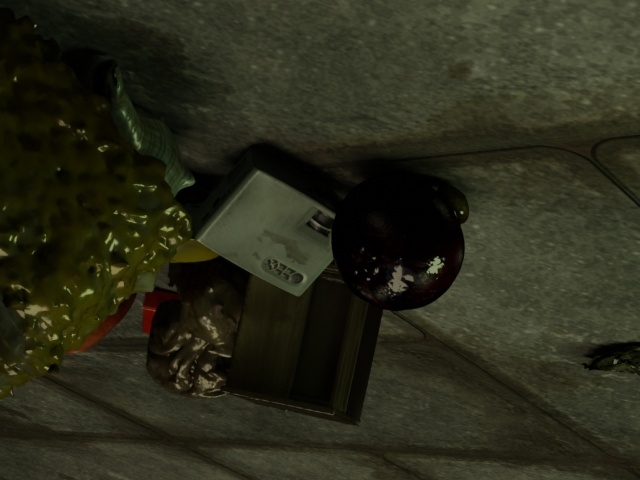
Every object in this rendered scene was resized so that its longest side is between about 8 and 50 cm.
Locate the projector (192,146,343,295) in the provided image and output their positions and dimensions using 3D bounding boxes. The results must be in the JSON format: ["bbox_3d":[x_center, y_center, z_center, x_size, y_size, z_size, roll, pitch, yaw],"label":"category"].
[{"bbox_3d":[-0.049,-0.022,1.752,0.147,0.061,0.115,30,116,-28],"label":"projector"}]

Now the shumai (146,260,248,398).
[{"bbox_3d":[-0.148,0.104,2.094,0.205,0.166,0.175,-11,145,14],"label":"shumai"}]

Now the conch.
[{"bbox_3d":[-0.210,-0.094,1.698,0.137,0.114,0.234,-5,118,27],"label":"conch"}]

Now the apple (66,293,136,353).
[{"bbox_3d":[-0.336,0.046,2.053,0.199,0.199,0.199,13,160,5],"label":"apple"}]

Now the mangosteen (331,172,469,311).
[{"bbox_3d":[0.089,-0.002,1.684,0.152,0.153,0.152,13,160,5],"label":"mangosteen"}]

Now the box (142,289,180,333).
[{"bbox_3d":[-0.136,0.131,2.319,0.245,0.035,0.139,15,160,0],"label":"box"}]

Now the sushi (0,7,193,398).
[{"bbox_3d":[-0.356,-0.040,1.589,0.396,0.240,0.351,45,147,-3],"label":"sushi"}]

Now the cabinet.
[{"bbox_3d":[-0.020,0.119,1.946,0.148,0.175,0.215,11,173,10],"label":"cabinet"}]

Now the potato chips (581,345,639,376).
[{"bbox_3d":[0.449,0.174,2.046,0.219,0.029,0.202,15,160,-7],"label":"potato chips"}]

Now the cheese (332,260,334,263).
[{"bbox_3d":[0.000,0.000,1.874,0.145,0.038,0.095,7,158,18],"label":"cheese"}]

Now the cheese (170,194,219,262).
[{"bbox_3d":[-0.193,-0.015,1.881,0.177,0.069,0.270,-10,-169,-41],"label":"cheese"}]
